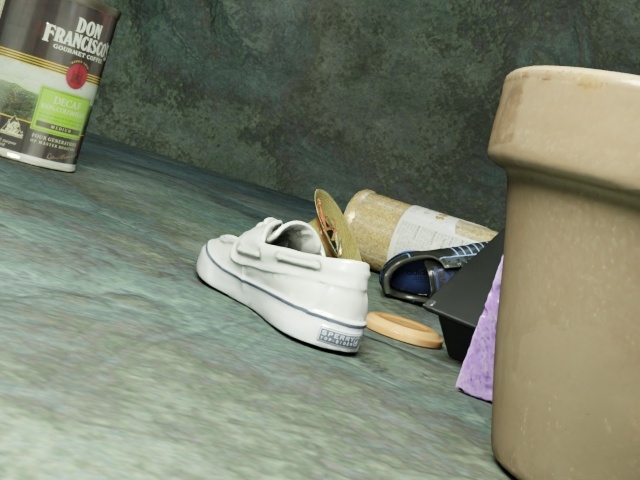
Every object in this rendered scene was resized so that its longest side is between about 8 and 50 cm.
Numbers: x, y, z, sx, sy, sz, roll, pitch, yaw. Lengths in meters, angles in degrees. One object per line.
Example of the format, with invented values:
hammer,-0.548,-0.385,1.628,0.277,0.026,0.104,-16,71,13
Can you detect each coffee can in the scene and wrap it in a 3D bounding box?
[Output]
coffee can,-0.458,-0.270,1.599,0.202,0.275,0.201,17,5,-2

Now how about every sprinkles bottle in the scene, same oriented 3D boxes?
sprinkles bottle,0.202,0.028,1.454,0.356,0.121,0.121,19,5,24

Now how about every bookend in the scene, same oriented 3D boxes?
bookend,0.186,0.081,0.931,0.072,0.156,0.157,22,50,43

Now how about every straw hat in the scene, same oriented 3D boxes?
straw hat,0.000,0.000,1.372,0.061,0.144,0.144,-25,-7,14

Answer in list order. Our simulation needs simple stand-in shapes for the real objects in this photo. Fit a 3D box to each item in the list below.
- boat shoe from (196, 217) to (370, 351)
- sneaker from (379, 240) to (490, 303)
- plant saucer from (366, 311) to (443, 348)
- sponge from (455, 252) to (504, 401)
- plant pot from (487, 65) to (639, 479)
boat shoe,-0.029,0.023,0.875,0.095,0.084,0.258,14,6,-35
sneaker,0.188,0.043,1.240,0.232,0.081,0.090,-7,8,16
plant saucer,0.081,0.086,0.970,0.084,0.013,0.083,17,4,-1
sponge,0.221,0.093,0.751,0.210,0.117,0.031,19,6,14
plant pot,0.201,0.043,0.575,0.263,0.229,0.263,18,4,-1
